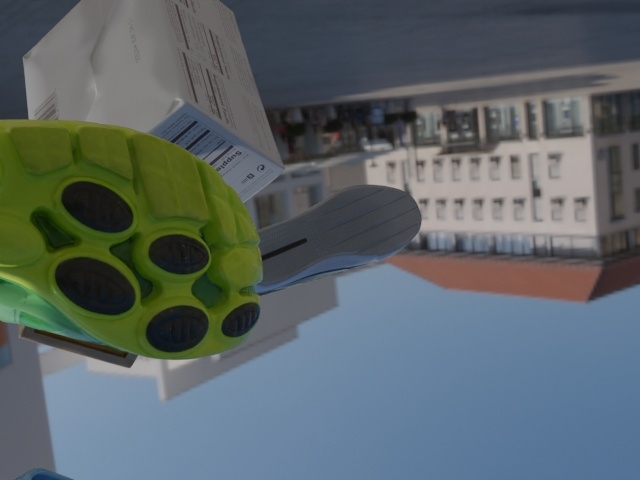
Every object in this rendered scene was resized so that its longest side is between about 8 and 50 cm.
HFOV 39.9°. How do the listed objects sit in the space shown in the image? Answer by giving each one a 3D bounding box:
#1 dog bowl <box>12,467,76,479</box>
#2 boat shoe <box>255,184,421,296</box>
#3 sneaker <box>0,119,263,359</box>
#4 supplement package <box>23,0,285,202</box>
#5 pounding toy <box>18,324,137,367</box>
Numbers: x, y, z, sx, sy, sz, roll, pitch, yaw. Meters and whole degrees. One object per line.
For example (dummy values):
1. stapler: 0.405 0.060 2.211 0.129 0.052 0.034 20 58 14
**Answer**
1. dog bowl: -0.339 0.412 1.235 0.166 0.074 0.297 49 -177 41
2. boat shoe: 0.000 0.000 1.202 0.302 0.109 0.094 -17 171 -29
3. sneaker: -0.162 -0.008 0.427 0.296 0.109 0.123 14 171 -30
4. supplement package: -0.184 -0.136 0.923 0.204 0.262 0.145 -36 139 21
5. pounding toy: -0.203 0.036 0.799 0.130 0.141 0.100 22 -157 -29
